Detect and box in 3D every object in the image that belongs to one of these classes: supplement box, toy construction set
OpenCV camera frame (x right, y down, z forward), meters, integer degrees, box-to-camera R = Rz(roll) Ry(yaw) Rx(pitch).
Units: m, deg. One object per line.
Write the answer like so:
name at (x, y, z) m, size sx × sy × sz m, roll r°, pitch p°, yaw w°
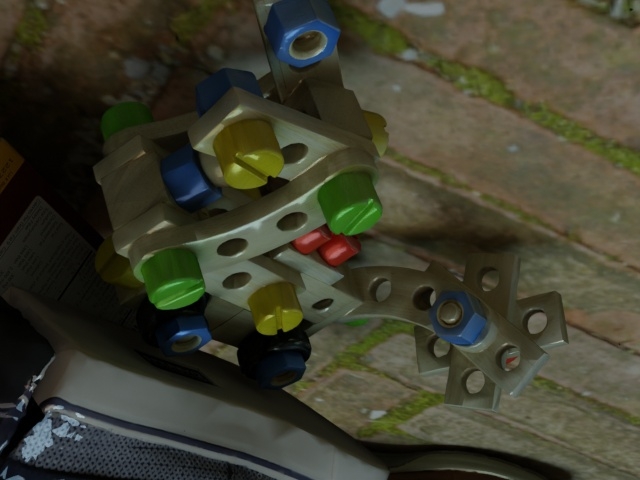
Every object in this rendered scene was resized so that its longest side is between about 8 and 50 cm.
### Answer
supplement box at (-0.234, 0.034, 0.693) m, size 0.191 × 0.129 × 0.194 m, roll 12°, pitch 152°, yaw 39°
toy construction set at (0.000, 0.000, 0.626) m, size 0.215 × 0.151 × 0.327 m, roll -34°, pitch 134°, yaw 18°

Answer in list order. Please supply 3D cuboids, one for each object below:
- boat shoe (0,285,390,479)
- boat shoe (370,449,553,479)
boat shoe at (-0.101, 0.152, 0.655) m, size 0.340 × 0.158 × 0.127 m, roll 30°, pitch -179°, yaw -45°
boat shoe at (0.068, 0.262, 0.976) m, size 0.324 × 0.120 × 0.122 m, roll 5°, pitch 145°, yaw 11°
